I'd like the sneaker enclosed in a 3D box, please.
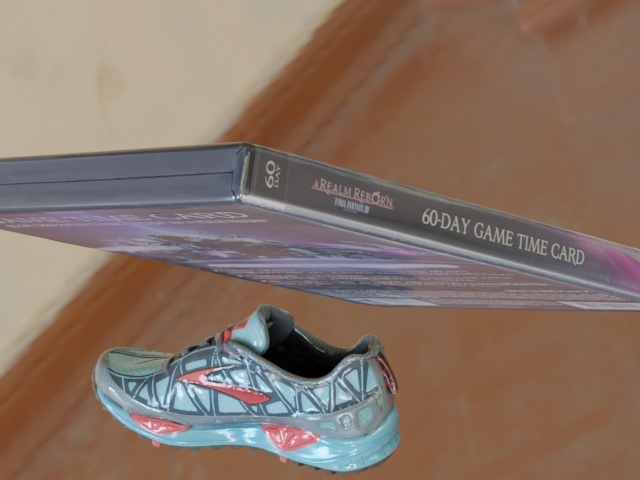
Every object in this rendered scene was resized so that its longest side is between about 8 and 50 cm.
[{"bbox_3d":[-0.060,0.100,1.504,0.262,0.125,0.104,7,27,13],"label":"sneaker"}]

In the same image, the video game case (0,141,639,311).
[{"bbox_3d":[0.000,0.000,0.774,0.196,0.274,0.026,-1,79,44],"label":"video game case"}]
